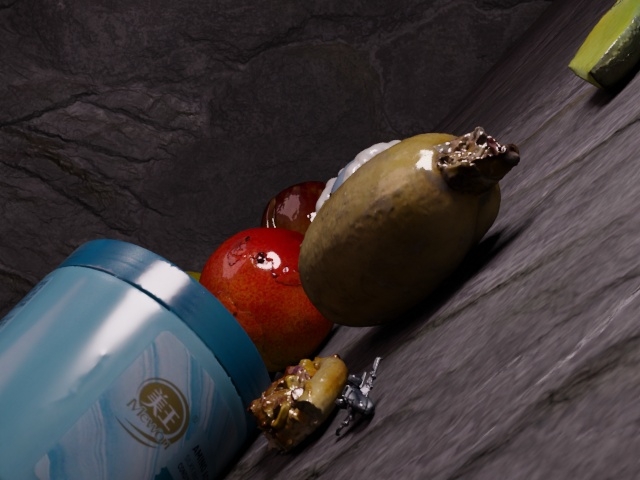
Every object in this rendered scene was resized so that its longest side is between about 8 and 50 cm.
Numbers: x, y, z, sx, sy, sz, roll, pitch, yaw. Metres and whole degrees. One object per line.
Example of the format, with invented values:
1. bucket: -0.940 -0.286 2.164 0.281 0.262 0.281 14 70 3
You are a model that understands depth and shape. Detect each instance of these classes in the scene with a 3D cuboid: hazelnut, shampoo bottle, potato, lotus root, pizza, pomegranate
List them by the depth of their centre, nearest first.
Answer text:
1. lotus root: 0.085 -0.021 1.190 0.169 0.151 0.342 -48 0 -35
2. pizza: -0.026 0.163 1.193 0.127 0.058 0.246 -47 0 -1
3. potato: 0.339 -0.219 1.306 0.119 0.054 0.198 -45 7 24
4. shampoo bottle: -0.289 0.229 1.393 0.342 0.331 0.331 -48 3 -35
5. pomegranate: -0.074 0.094 1.630 0.210 0.210 0.235 -51 -35 -62
6. hazelnut: 0.000 0.000 2.123 0.218 0.218 0.234 -46 -16 -4

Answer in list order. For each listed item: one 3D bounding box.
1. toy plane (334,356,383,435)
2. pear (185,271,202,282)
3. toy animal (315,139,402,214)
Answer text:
1. toy plane: 0.032 0.136 0.990 0.078 0.031 0.083 -62 -1 2
2. pear: -0.258 0.192 2.258 0.294 0.294 0.294 -46 2 3
3. toy animal: 0.084 -0.058 1.842 0.208 0.156 0.204 -43 5 -23
